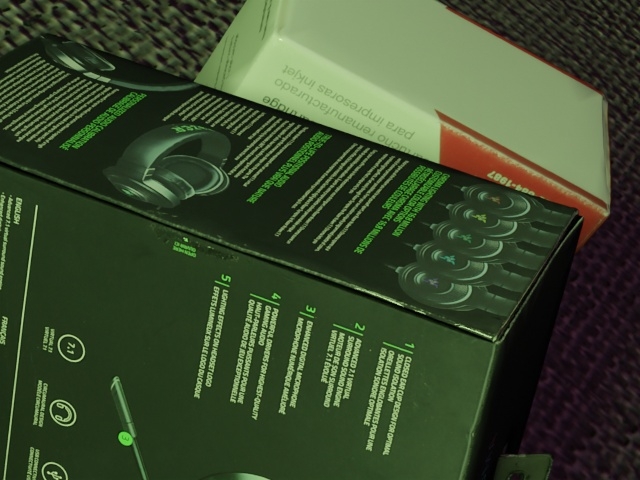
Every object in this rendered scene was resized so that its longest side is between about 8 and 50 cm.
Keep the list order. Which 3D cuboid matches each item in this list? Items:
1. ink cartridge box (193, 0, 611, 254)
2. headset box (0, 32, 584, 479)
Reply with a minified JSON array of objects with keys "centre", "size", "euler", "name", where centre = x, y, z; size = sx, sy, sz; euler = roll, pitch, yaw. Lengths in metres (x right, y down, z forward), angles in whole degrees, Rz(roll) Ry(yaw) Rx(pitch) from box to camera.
[{"centre":[0.000,0.000,0.995],"size":[0.197,0.273,0.114],"euler":[27,37,-14],"name":"ink cartridge box"},{"centre":[-0.040,0.074,0.809],"size":[0.283,0.246,0.131],"euler":[19,30,15],"name":"headset box"}]
